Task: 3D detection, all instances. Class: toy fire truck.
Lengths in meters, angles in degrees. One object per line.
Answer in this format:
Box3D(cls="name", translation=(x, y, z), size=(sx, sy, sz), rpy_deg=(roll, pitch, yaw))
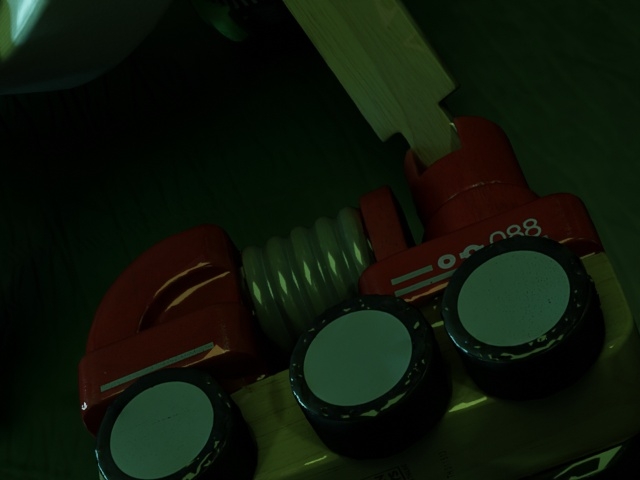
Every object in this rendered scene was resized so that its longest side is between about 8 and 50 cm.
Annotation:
Box3D(cls="toy fire truck", translation=(0.000, 0.000, 0.706), size=(0.217, 0.158, 0.246), rpy_deg=(-21, 47, 8))

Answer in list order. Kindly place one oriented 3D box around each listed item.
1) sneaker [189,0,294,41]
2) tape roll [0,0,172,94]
Box3D(cls="sneaker", translation=(0.059, -0.314, 0.822), size=(0.202, 0.185, 0.483), rpy_deg=(19, 74, 24))
Box3D(cls="tape roll", translation=(-0.168, -0.260, 0.783), size=(0.072, 0.392, 0.392), rpy_deg=(-9, 48, -37))
